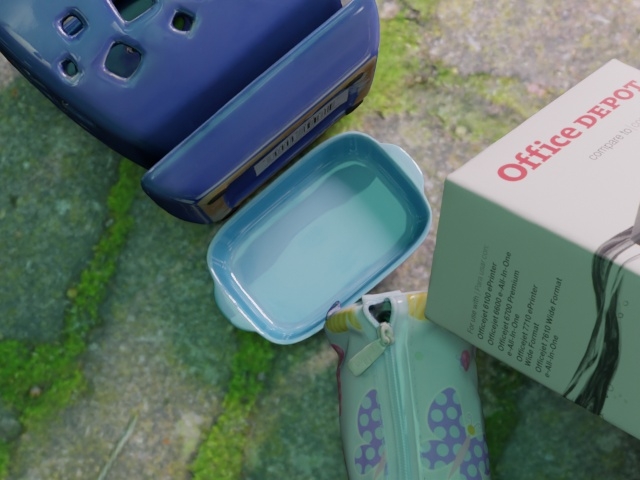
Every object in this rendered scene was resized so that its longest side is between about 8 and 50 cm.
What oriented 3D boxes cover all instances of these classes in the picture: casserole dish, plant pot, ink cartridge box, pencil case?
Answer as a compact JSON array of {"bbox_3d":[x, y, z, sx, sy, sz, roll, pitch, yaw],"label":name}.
[{"bbox_3d":[0.000,0.000,1.106,0.188,0.037,0.114,-40,80,-3],"label":"casserole dish"},{"bbox_3d":[-0.087,-0.148,1.046,0.236,0.236,0.212,-41,86,-4],"label":"plant pot"},{"bbox_3d":[0.258,0.023,0.941,0.307,0.129,0.223,29,44,28],"label":"ink cartridge box"},{"bbox_3d":[0.072,0.171,1.015,0.114,0.124,0.273,-6,75,-1],"label":"pencil case"}]
